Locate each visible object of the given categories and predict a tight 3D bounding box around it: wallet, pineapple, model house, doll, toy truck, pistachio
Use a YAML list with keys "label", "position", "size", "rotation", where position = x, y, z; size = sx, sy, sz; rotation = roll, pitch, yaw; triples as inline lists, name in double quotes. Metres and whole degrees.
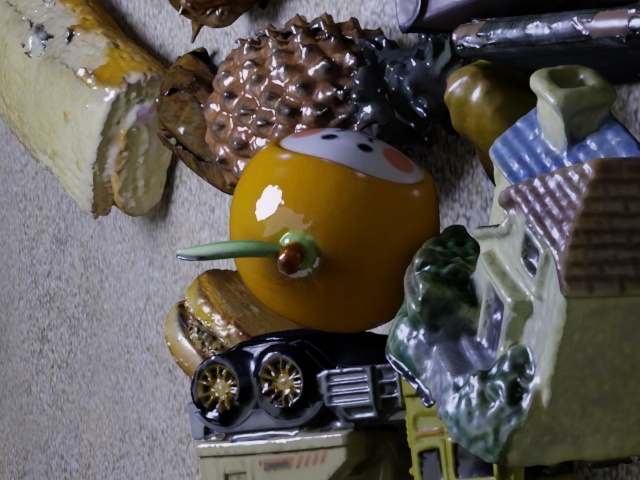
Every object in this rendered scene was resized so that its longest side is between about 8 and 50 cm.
- label: "wallet"
  position: [0.270, -0.174, 1.572]
  size: [0.317, 0.169, 0.044]
  rotation: [1, 83, 58]
- label: "pineapple"
  position: [0.049, -0.151, 1.898]
  size: [0.357, 0.223, 0.223]
  rotation: [-12, 85, 48]
- label: "model house"
  position: [0.210, 0.010, 1.565]
  size: [0.321, 0.261, 0.266]
  rotation: [-119, 31, -53]
- label: "doll"
  position: [0.000, 0.000, 1.733]
  size: [0.213, 0.236, 0.213]
  rotation: [8, 109, 23]
- label: "toy truck"
  position: [0.060, 0.206, 1.818]
  size: [0.405, 0.180, 0.254]
  rotation: [-9, 86, 29]
- label: "pistachio"
  position: [0.190, -0.116, 1.743]
  size: [0.110, 0.100, 0.189]
  rotation: [19, 156, 36]

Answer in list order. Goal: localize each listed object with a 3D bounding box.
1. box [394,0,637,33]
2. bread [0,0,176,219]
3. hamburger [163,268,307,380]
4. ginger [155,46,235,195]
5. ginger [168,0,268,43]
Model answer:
- label: "box"
  position: [0.173, -0.329, 1.683]
  size: [0.153, 0.188, 0.252]
  rotation: [-7, 86, 58]
- label: "bread"
  position: [-0.338, -0.218, 2.489]
  size: [0.375, 0.165, 0.237]
  rotation: [47, 137, 42]
- label: "hamburger"
  position: [-0.098, 0.128, 2.157]
  size: [0.118, 0.181, 0.191]
  rotation: [-57, 32, 17]
- label: "ginger"
  position: [-0.119, -0.131, 2.232]
  size: [0.133, 0.107, 0.309]
  rotation: [-58, 44, 12]
- label: "ginger"
  position: [-0.192, -0.368, 2.235]
  size: [0.418, 0.176, 0.254]
  rotation: [-1, 89, 51]
